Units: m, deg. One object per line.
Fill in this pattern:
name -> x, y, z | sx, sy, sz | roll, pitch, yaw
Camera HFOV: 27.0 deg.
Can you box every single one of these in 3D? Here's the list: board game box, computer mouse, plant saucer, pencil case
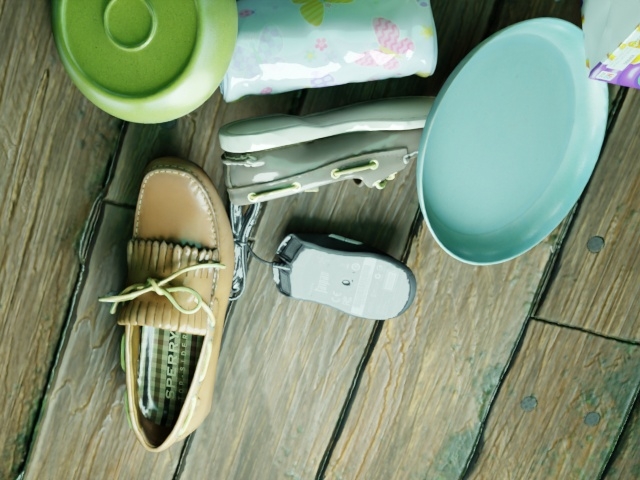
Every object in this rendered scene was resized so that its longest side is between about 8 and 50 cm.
board game box -> 0.469, -0.261, 1.592 | 0.275, 0.144, 0.142 | 9, 153, -16
computer mouse -> 0.000, 0.000, 1.710 | 0.262, 0.060, 0.184 | 8, 114, 1
plant saucer -> 0.231, -0.123, 1.639 | 0.318, 0.044, 0.317 | -19, 123, -33
plant saucer -> -0.212, -0.252, 1.527 | 0.241, 0.037, 0.241 | 4, 103, 19
pencil case -> 0.004, -0.234, 1.588 | 0.273, 0.113, 0.124 | -9, 130, -4

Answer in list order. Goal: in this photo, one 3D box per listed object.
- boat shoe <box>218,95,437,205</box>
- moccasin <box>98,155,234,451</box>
boat shoe -> 0.038, -0.111, 1.626 | 0.324, 0.116, 0.096 | -9, 109, -15
moccasin -> -0.193, 0.082, 1.656 | 0.139, 0.147, 0.380 | 14, 112, 7
